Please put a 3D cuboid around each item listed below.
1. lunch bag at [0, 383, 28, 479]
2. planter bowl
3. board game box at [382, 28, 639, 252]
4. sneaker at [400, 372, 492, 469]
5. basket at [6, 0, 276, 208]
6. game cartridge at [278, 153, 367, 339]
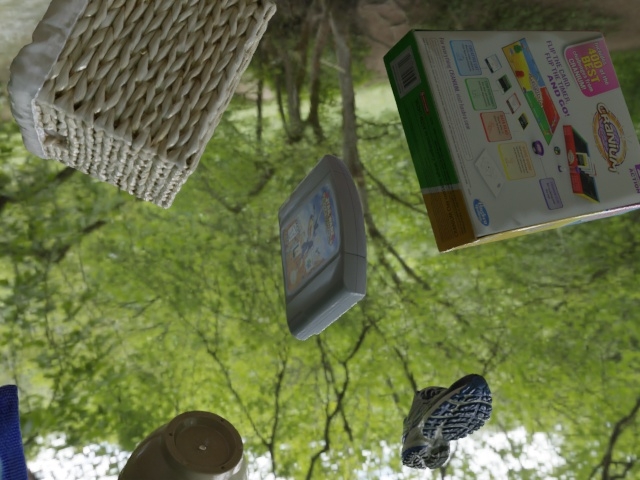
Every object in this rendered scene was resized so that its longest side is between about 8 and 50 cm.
[{"bbox_3d":[-0.307,0.173,0.329,0.221,0.138,0.293,-6,171,-43],"label":"lunch bag"},{"bbox_3d":[-0.155,0.277,0.760,0.162,0.109,0.162,19,-155,-10],"label":"planter bowl"},{"bbox_3d":[0.249,-0.130,0.757,0.316,0.242,0.064,-10,171,-29],"label":"board game box"},{"bbox_3d":[0.104,0.151,0.563,0.052,0.135,0.058,13,-137,-16],"label":"sneaker"},{"bbox_3d":[-0.281,-0.256,0.992,0.266,0.331,0.328,28,163,-15],"label":"basket"},{"bbox_3d":[0.000,0.000,1.105,0.062,0.297,0.198,13,139,-26],"label":"game cartridge"}]
